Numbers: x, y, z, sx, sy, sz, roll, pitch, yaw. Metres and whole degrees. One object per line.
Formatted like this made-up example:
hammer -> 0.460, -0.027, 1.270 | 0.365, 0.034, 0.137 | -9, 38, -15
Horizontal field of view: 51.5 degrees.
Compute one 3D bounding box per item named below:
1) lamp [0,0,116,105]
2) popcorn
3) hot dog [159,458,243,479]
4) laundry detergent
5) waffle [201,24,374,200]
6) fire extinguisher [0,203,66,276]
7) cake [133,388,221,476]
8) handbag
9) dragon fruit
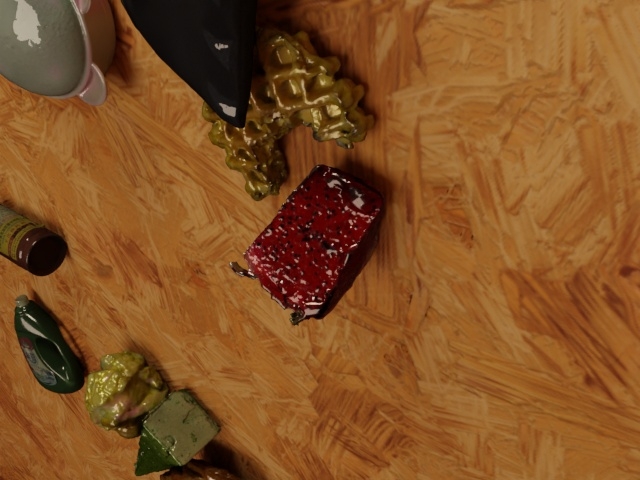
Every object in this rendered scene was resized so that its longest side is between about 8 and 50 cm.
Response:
lamp -> -0.334, -0.250, 0.734 | 0.246, 0.108, 0.180 | 26, 130, 25
popcorn -> -0.329, 0.256, 1.109 | 0.126, 0.125, 0.145 | 38, 120, 29
hot dog -> -0.167, 0.477, 1.138 | 0.196, 0.122, 0.272 | 8, 139, 37
laundry detergent -> -0.537, 0.200, 1.296 | 0.137, 0.063, 0.211 | 10, 124, 34
waffle -> -0.044, -0.113, 0.624 | 0.149, 0.051, 0.194 | 49, 139, 2
fire extinguisher -> -0.536, -0.005, 1.123 | 0.252, 0.075, 0.106 | 22, 133, 28
cake -> -0.251, 0.356, 1.130 | 0.099, 0.100, 0.235 | 39, 138, 12
handbag -> -0.116, -0.249, 0.540 | 0.211, 0.088, 0.254 | 44, 144, 34
dragon fruit -> 0.000, 0.000, 0.643 | 0.102, 0.096, 0.147 | 38, 96, 7
